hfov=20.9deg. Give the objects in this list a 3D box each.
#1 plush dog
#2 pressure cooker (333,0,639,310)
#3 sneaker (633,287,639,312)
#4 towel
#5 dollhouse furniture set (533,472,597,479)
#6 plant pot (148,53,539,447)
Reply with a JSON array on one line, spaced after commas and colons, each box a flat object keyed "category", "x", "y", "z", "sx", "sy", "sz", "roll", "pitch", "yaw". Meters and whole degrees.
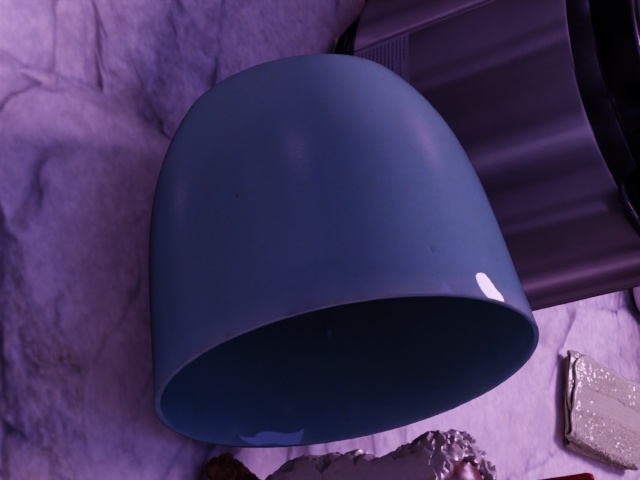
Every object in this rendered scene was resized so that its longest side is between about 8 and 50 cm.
[{"category": "plush dog", "x": 0.026, "y": 0.264, "z": 1.403, "sx": 0.262, "sy": 0.210, "sz": 0.225, "roll": -57, "pitch": 144, "yaw": -10}, {"category": "pressure cooker", "x": 0.266, "y": -0.129, "z": 1.594, "sx": 0.370, "sy": 0.420, "sz": 0.375, "roll": 61, "pitch": 40, "yaw": -14}, {"category": "sneaker", "x": 0.507, "y": -0.001, "z": 2.043, "sx": 0.321, "sy": 0.127, "sz": 0.126, "roll": -32, "pitch": 119, "yaw": -32}, {"category": "towel", "x": 0.307, "y": 0.187, "z": 1.874, "sx": 0.148, "sy": 0.027, "sz": 0.110, "roll": 28, "pitch": 59, "yaw": -45}, {"category": "dollhouse furniture set", "x": 0.241, "y": 0.337, "z": 1.553, "sx": 0.135, "sy": 0.262, "sz": 0.259, "roll": -15, "pitch": 92, "yaw": -55}, {"category": "plant pot", "x": 0.000, "y": 0.000, "z": 1.343, "sx": 0.293, "sy": 0.293, "sz": 0.235, "roll": 20, "pitch": 50, "yaw": -48}]
